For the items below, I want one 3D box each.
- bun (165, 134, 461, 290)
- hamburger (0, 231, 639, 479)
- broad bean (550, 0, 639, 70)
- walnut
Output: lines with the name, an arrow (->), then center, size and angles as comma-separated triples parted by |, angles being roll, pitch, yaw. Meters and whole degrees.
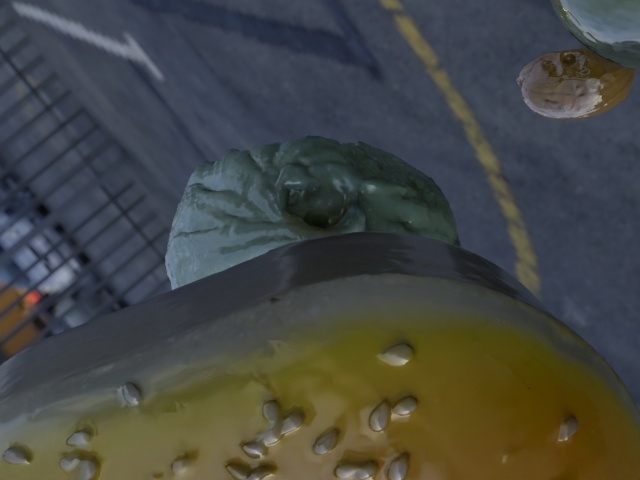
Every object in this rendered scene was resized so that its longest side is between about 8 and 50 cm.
bun -> 0.000, 0.000, 0.990 | 0.204, 0.212, 0.126 | 42, 146, 8
hamburger -> -0.019, 0.120, 0.529 | 0.151, 0.295, 0.227 | -102, -11, -55
broad bean -> 0.294, -0.191, 1.064 | 0.238, 0.119, 0.291 | 9, 176, -15
walnut -> 0.259, -0.150, 1.438 | 0.091, 0.121, 0.052 | 49, -141, -58
